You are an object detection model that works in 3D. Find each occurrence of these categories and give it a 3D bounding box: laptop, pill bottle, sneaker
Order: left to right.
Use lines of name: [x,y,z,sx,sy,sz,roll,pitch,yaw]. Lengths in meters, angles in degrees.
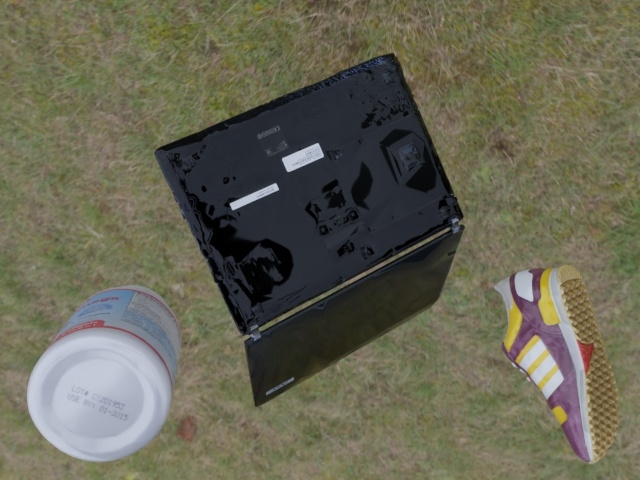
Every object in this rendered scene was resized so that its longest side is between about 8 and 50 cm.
pill bottle: [-0.147,0.083,0.483,0.087,0.160,0.087,-2,101,-8]
laptop: [0.000,0.000,0.631,0.234,0.136,0.264,-27,98,-19]
sneaker: [0.222,0.117,0.636,0.084,0.070,0.185,-14,86,45]
